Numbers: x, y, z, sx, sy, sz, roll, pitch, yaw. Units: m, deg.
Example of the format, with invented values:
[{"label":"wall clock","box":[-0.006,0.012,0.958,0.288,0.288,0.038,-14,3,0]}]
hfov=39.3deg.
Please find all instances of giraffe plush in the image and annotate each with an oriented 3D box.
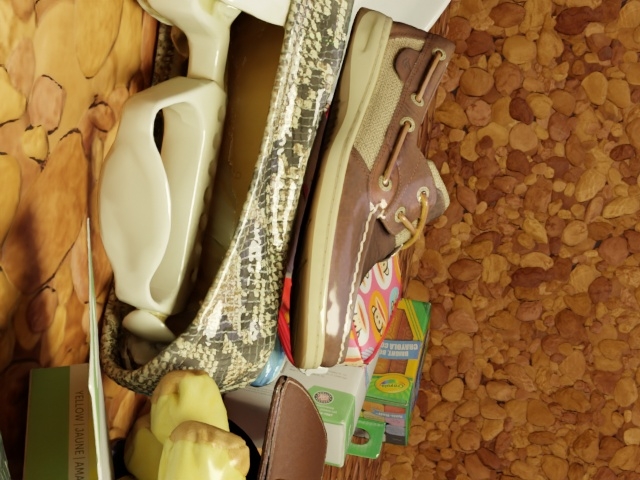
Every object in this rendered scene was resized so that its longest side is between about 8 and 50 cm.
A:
[{"label":"giraffe plush","box":[-0.049,0.213,0.645,0.181,0.171,0.210,-59,-151,32]}]

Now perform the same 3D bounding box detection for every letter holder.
[{"label":"letter holder","box":[-0.095,0.245,0.880,0.302,0.152,0.214,71,29,-66]}]

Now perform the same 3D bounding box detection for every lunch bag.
[{"label":"lunch bag","box":[0.000,0.000,1.029,0.258,0.120,0.293,-62,139,-58]}]

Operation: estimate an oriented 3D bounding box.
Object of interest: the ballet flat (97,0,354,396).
[{"label":"ballet flat","box":[-0.081,-0.107,0.696,0.182,0.164,0.482,6,96,-59]}]

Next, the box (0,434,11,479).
[{"label":"box","box":[-0.230,0.191,0.426,0.232,0.059,0.321,-64,161,-55]}]

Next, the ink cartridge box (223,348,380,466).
[{"label":"ink cartridge box","box":[-0.016,0.171,1.160,0.212,0.154,0.093,-67,162,-48]}]

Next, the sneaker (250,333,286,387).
[{"label":"sneaker","box":[-0.080,0.095,1.069,0.073,0.063,0.162,6,85,-68]}]

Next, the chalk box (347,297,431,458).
[{"label":"chalk box","box":[0.095,0.265,1.691,0.179,0.180,0.288,84,18,-52]}]

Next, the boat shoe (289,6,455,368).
[{"label":"boat shoe","box":[0.055,-0.046,0.786,0.123,0.123,0.341,110,-7,-65]}]

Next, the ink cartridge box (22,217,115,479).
[{"label":"ink cartridge box","box":[-0.157,0.129,0.554,0.171,0.056,0.235,-114,-159,-56]}]

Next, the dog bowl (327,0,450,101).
[{"label":"dog bowl","box":[0.051,-0.282,0.948,0.265,0.104,0.265,-44,166,-14]}]

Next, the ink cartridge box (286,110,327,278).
[{"label":"ink cartridge box","box":[-0.068,-0.035,0.851,0.067,0.115,0.198,60,42,-71]}]
